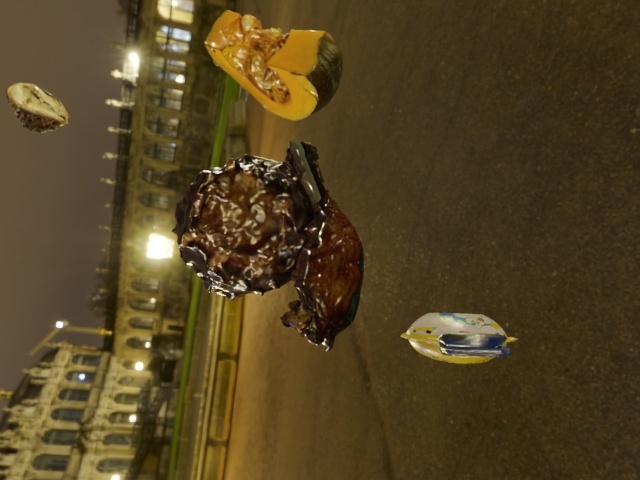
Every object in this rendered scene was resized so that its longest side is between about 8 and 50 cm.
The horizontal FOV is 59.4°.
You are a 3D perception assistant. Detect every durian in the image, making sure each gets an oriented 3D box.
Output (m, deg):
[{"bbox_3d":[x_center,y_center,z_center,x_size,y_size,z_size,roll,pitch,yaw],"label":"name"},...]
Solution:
[{"bbox_3d":[-0.482,-0.220,0.949,0.066,0.130,0.052,-46,-14,-34],"label":"durian"}]

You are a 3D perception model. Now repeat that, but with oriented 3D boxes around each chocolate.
[{"bbox_3d":[-0.115,-0.036,0.775,0.177,0.206,0.224,53,-126,-73],"label":"chocolate"}]

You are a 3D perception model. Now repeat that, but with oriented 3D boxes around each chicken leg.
[{"bbox_3d":[0.000,0.000,0.622,0.051,0.106,0.253,-31,52,36],"label":"chicken leg"}]

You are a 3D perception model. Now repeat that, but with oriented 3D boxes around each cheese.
[{"bbox_3d":[0.186,0.130,0.733,0.250,0.157,0.064,46,-135,-85],"label":"cheese"}]

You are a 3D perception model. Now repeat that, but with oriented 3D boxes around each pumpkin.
[{"bbox_3d":[-0.085,-0.385,1.178,0.190,0.280,0.139,-15,42,54],"label":"pumpkin"}]
